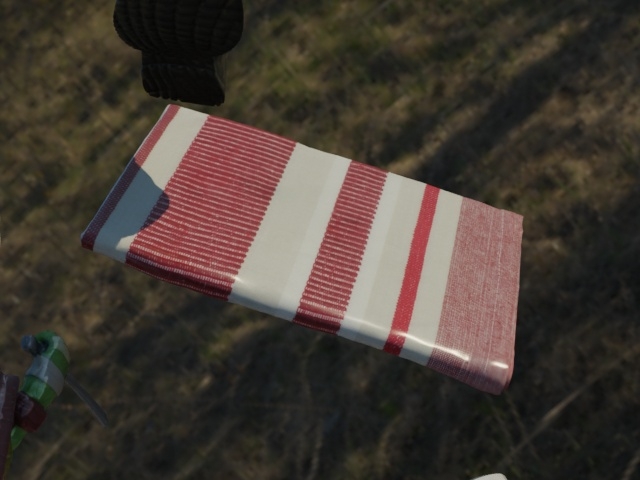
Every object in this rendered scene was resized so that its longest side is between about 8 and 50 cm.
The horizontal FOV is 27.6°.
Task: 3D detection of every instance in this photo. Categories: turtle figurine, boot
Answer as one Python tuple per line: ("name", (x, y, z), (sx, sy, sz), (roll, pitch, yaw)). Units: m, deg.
("turtle figurine", (-0.308, 0.100, 1.029), (0.198, 0.266, 0.275), (0, 20, 8))
("boot", (-0.088, -0.203, 0.902), (0.246, 0.083, 0.161), (121, 157, -77))

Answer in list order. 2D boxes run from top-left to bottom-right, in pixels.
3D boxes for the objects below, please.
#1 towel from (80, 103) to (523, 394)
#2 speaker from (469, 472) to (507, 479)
("towel", (0.000, 0.000, 1.040), (0.237, 0.329, 0.037), (-70, -2, -58))
("speaker", (0.110, 0.196, 0.699), (0.055, 0.055, 0.136), (-36, 59, 12))
